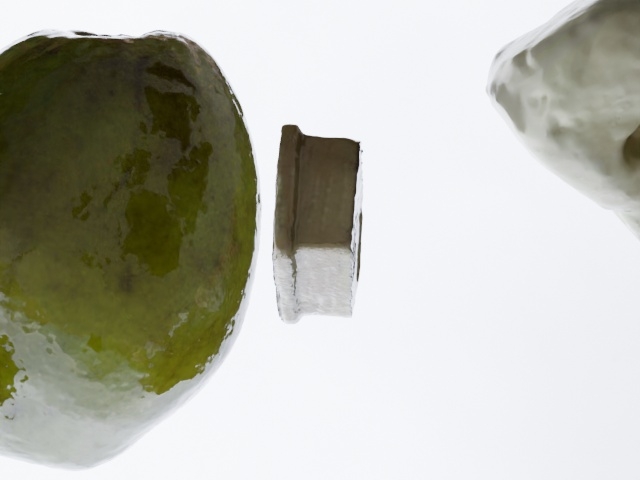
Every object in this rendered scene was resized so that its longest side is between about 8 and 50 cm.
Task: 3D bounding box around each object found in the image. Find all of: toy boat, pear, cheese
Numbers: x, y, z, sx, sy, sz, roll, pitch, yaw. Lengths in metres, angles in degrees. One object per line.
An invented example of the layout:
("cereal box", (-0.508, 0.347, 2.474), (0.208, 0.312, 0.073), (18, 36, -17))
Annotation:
("toy boat", (0.000, 0.000, 1.271), (0.061, 0.188, 0.116), (2, -114, 3))
("pear", (-0.231, -0.002, 1.513), (0.352, 0.352, 0.413), (12, -84, -43))
("cheese", (0.251, -0.105, 1.295), (0.251, 0.173, 0.248), (61, -154, 11))
